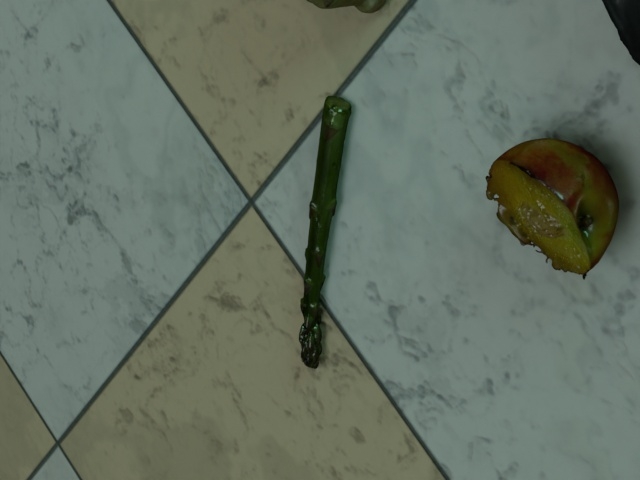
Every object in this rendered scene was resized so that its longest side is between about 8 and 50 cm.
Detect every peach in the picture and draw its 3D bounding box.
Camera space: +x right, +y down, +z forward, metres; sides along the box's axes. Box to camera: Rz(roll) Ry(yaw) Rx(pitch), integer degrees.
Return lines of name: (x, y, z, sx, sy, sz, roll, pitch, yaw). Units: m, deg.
peach: (0.158, -0.028, 0.843, 0.098, 0.061, 0.098, 49, 165, 17)

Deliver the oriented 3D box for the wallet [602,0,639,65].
wallet: (0.280, -0.235, 0.639, 0.377, 0.051, 0.197, -25, 92, 46)

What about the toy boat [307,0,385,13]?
toy boat: (0.020, -0.254, 0.878, 0.116, 0.061, 0.188, 44, 133, 23)

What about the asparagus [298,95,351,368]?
asparagus: (0.000, 0.000, 1.038, 0.024, 0.025, 0.248, 5, 119, -3)
